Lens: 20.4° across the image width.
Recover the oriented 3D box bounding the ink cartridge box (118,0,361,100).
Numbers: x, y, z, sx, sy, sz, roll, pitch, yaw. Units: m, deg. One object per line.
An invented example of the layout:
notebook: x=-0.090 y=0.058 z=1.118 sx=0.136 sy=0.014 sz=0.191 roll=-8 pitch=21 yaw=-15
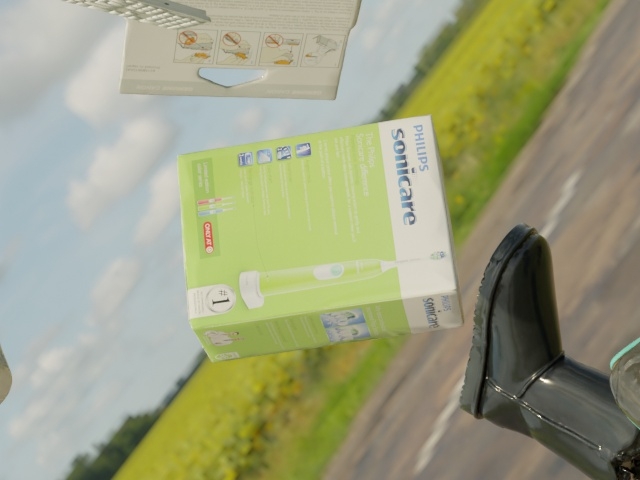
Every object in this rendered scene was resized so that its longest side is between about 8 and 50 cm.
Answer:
ink cartridge box: x=-0.094 y=-0.272 z=2.072 sx=0.239 sy=0.275 sz=0.060 roll=104 pitch=162 yaw=-47

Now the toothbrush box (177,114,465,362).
toothbrush box: x=0.000 y=0.000 z=1.917 sx=0.122 sy=0.283 sz=0.206 roll=67 pitch=-166 yaw=-66

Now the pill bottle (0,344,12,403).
pill bottle: x=-0.368 y=0.020 z=1.464 sx=0.161 sy=0.283 sz=0.161 roll=-23 pitch=-25 yaw=-11

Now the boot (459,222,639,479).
boot: x=0.256 y=0.121 z=1.788 sx=0.094 sy=0.207 sz=0.246 roll=-36 pitch=-37 yaw=-47

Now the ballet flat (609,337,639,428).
ballet flat: x=0.360 y=0.072 z=1.508 sx=0.280 sy=0.095 sz=0.096 roll=-50 pitch=40 yaw=32

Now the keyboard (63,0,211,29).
keyboard: x=-0.231 y=-0.240 z=1.737 sx=0.072 sy=0.256 sz=0.014 roll=-12 pitch=71 yaw=53
